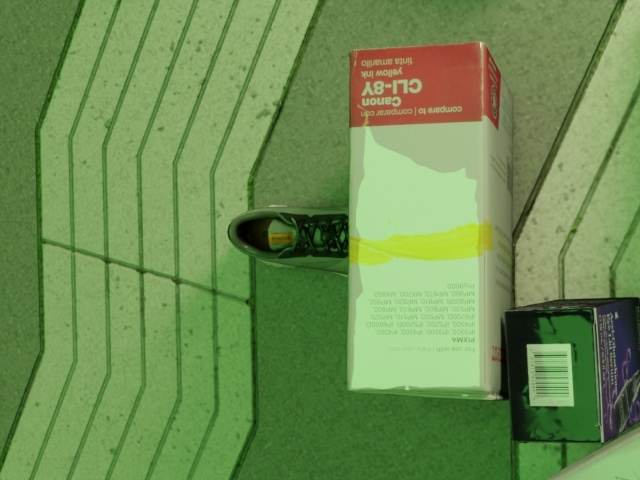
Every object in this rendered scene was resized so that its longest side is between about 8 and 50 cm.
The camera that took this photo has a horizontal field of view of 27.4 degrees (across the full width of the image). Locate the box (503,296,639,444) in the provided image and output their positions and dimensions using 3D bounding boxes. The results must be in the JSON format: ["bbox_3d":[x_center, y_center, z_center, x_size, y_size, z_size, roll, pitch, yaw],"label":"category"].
[{"bbox_3d":[0.298,0.145,1.520,0.108,0.207,0.153,-4,91,28],"label":"box"}]

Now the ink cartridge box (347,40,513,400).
[{"bbox_3d":[0.134,-0.008,1.526,0.161,0.279,0.384,-1,83,14],"label":"ink cartridge box"}]

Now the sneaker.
[{"bbox_3d":[0.000,0.000,1.742,0.272,0.108,0.100,1,89,28],"label":"sneaker"}]

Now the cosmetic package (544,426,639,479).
[{"bbox_3d":[0.470,0.308,1.361,0.394,0.327,0.329,-35,75,25],"label":"cosmetic package"}]
